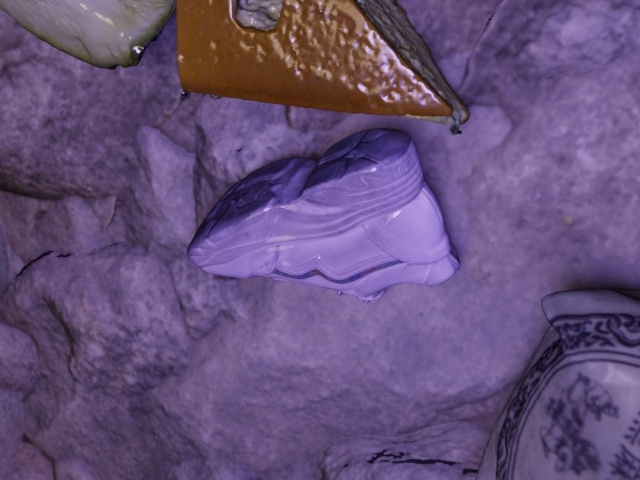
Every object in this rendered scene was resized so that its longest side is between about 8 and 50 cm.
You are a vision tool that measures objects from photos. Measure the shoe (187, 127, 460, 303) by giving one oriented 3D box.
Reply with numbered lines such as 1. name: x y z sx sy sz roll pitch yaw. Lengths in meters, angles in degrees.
1. shoe: 0.000 0.000 0.821 0.245 0.095 0.138 -19 115 34

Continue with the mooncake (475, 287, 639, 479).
1. mooncake: 0.232 0.169 0.684 0.250 0.136 0.254 33 117 43

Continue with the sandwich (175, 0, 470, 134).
1. sandwich: 0.004 -0.159 0.765 0.235 0.122 0.128 10 109 19

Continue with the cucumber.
1. cucumber: -0.253 -0.268 0.863 0.325 0.145 0.105 37 158 10
